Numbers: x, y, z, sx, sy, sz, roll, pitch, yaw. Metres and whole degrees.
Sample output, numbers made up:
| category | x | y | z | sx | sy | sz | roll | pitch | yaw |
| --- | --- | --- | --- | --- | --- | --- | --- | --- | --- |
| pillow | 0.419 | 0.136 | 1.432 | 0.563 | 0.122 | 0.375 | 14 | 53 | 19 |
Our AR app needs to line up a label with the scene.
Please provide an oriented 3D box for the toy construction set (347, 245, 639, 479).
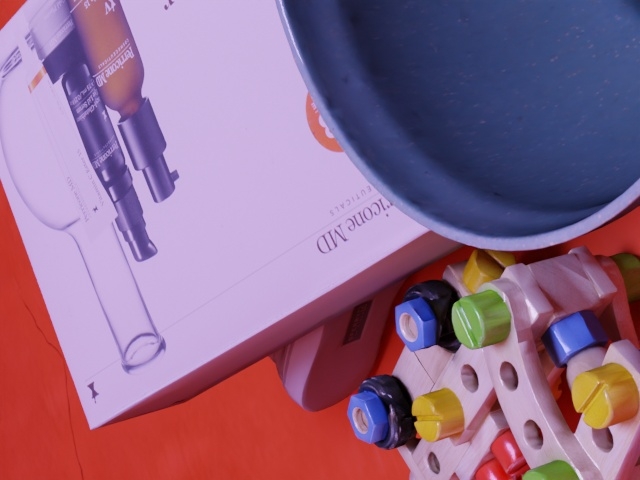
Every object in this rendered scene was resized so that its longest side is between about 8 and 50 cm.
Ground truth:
| category | x | y | z | sx | sy | sz | roll | pitch | yaw |
| --- | --- | --- | --- | --- | --- | --- | --- | --- | --- |
| toy construction set | 0.108 | 0.131 | 0.776 | 0.215 | 0.151 | 0.327 | 58 | 132 | 29 |

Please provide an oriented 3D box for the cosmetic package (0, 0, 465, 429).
| category | x | y | z | sx | sy | sz | roll | pitch | yaw |
| --- | --- | --- | --- | --- | --- | --- | --- | --- | --- |
| cosmetic package | -0.066 | -0.074 | 0.835 | 0.377 | 0.097 | 0.284 | -33 | 77 | 43 |

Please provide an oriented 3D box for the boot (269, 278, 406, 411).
| category | x | y | z | sx | sy | sz | roll | pitch | yaw |
| --- | --- | --- | --- | --- | --- | --- | --- | --- | --- |
| boot | 0.000 | 0.000 | 0.934 | 0.123 | 0.095 | 0.258 | 51 | 139 | 30 |

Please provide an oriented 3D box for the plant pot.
| category | x | y | z | sx | sy | sz | roll | pitch | yaw |
| --- | --- | --- | --- | --- | --- | --- | --- | --- | --- |
| plant pot | 0.132 | -0.158 | 0.576 | 0.293 | 0.196 | 0.293 | 28 | 125 | 50 |
